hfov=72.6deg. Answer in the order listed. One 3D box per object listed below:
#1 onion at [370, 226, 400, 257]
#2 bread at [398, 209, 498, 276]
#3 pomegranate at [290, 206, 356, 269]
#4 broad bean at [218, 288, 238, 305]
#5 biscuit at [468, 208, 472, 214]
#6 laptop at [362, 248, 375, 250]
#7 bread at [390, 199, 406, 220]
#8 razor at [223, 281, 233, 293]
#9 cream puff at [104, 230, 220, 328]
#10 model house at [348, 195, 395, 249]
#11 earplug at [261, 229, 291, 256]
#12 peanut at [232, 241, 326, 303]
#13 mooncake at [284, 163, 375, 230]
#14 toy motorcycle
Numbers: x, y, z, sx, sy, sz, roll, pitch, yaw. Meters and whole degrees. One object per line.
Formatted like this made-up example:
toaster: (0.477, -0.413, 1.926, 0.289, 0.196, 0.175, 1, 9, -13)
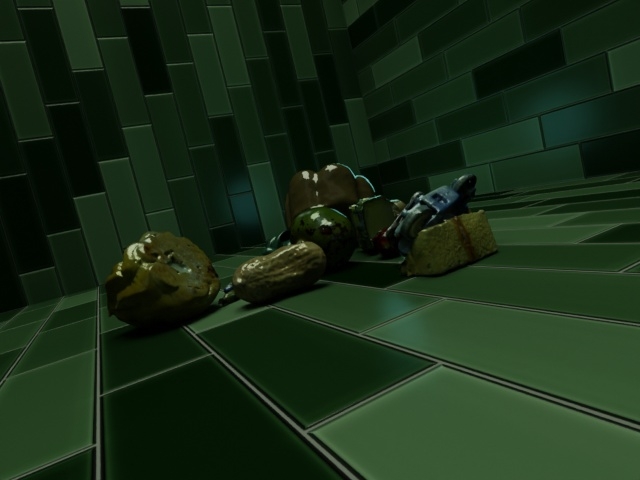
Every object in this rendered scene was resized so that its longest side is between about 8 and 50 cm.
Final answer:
onion: (0.241, 0.002, 1.542, 0.118, 0.119, 0.117, -13, 28, 8)
bread: (0.360, 0.018, 1.191, 0.266, 0.178, 0.142, -20, 40, -30)
pomegranate: (0.000, 0.000, 1.576, 0.254, 0.254, 0.270, -9, 17, 40)
broad bean: (-0.262, 0.163, 1.497, 0.060, 0.043, 0.297, -22, 4, 15)
biscuit: (0.471, -0.067, 1.909, 0.329, 0.078, 0.335, -17, 6, -4)
laptop: (0.275, 0.016, 1.786, 0.154, 0.026, 0.207, -18, 6, -22)
bread: (0.330, -0.128, 2.327, 0.314, 0.171, 0.192, -8, 5, 39)
razor: (-0.281, 0.138, 1.731, 0.093, 0.056, 0.324, -9, 8, 28)
cream puff: (-0.495, 0.142, 1.348, 0.257, 0.291, 0.324, -42, 13, 17)
model house: (0.173, -0.068, 1.757, 0.170, 0.194, 0.211, -23, 10, -32)
earplug: (-0.152, 0.056, 1.784, 0.257, 0.164, 0.280, -35, 16, -34)
peanut: (-0.123, 0.103, 1.318, 0.291, 0.143, 0.159, -21, -26, -21)
mooncake: (0.047, -0.160, 2.147, 0.467, 0.262, 0.467, -4, -27, -2)
toy motorcycle: (0.347, -0.070, 1.362, 0.319, 0.182, 0.241, -32, -9, -21)
